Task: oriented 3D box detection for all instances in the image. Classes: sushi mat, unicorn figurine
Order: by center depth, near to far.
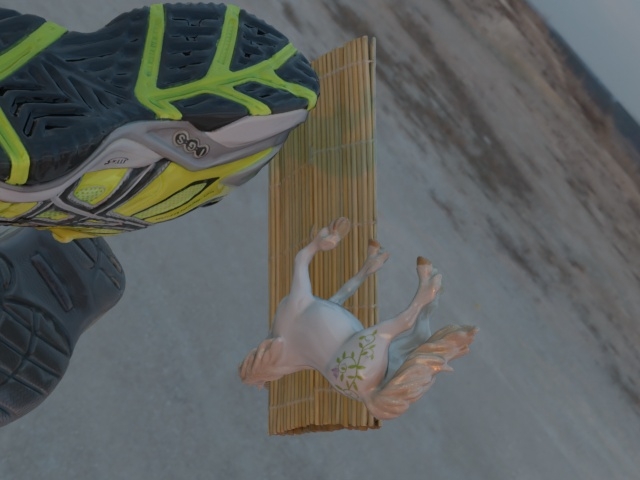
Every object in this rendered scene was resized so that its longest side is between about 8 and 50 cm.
[{"bbox_3d":[0.007,0.048,0.525,0.060,0.111,0.162,35,-4,-26],"label":"unicorn figurine"},{"bbox_3d":[0.000,0.000,0.796,0.019,0.151,0.316,7,76,-33],"label":"sushi mat"}]

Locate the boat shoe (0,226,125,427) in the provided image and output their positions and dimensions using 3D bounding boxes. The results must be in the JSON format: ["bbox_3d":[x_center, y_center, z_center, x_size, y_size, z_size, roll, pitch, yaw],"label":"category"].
[{"bbox_3d":[-0.262,0.073,0.710,0.132,0.130,0.355,58,15,-4],"label":"boat shoe"}]

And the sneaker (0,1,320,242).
[{"bbox_3d":[-0.172,-0.050,0.583,0.385,0.147,0.145,-8,53,-38],"label":"sneaker"}]
